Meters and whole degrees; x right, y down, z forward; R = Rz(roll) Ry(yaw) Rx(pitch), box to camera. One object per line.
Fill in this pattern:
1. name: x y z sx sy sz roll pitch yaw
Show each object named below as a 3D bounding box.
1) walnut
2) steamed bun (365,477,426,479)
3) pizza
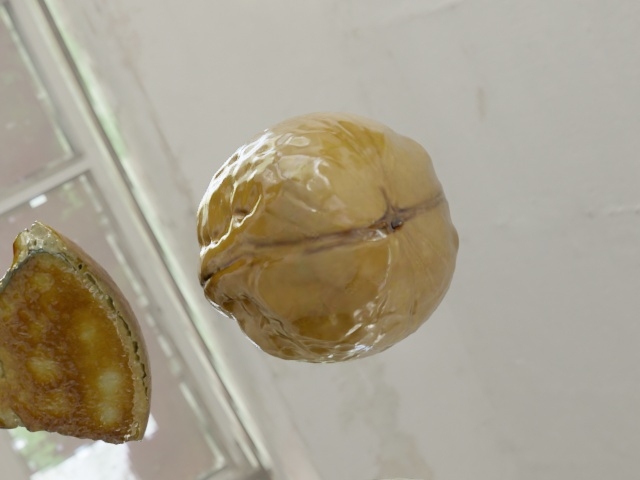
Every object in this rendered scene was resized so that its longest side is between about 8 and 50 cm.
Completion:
1. walnut: 0.000 0.000 0.819 0.144 0.144 0.180 59 -28 4
2. steamed bun: 0.000 0.150 0.417 0.106 0.183 0.183 27 -36 26
3. pizza: -0.198 0.088 0.966 0.184 0.176 0.036 58 9 -33
